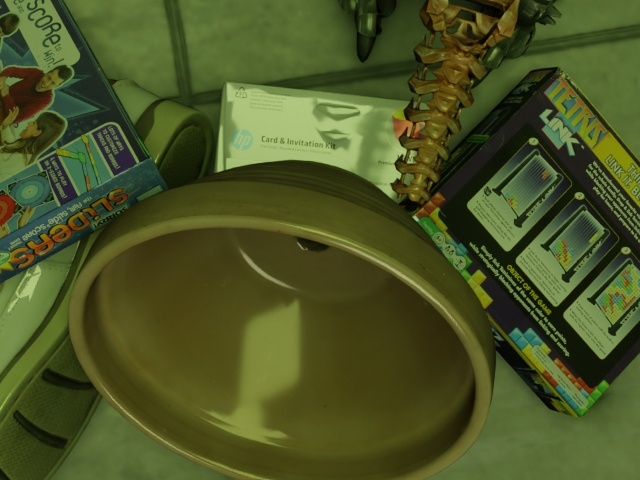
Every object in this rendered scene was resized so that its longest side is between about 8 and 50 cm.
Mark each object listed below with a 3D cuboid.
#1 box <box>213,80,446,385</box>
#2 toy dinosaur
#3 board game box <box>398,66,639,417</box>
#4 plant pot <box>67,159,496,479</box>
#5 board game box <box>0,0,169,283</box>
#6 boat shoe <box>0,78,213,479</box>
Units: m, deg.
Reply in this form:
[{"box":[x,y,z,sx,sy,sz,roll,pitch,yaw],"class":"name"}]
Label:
[{"box":[0.000,0.000,0.965,0.145,0.038,0.186,5,91,-6],"class":"box"},{"box":[0.083,-0.187,0.872,0.164,0.218,0.322,37,77,-1],"class":"toy dinosaur"},{"box":[0.146,0.001,0.952,0.141,0.048,0.170,-44,103,-13],"class":"board game box"},{"box":[-0.013,0.033,0.865,0.237,0.237,0.110,22,48,-5],"class":"plant pot"},{"box":[-0.189,-0.073,0.891,0.136,0.035,0.201,-29,55,-4],"class":"board game box"},{"box":[-0.177,0.039,0.919,0.103,0.113,0.302,24,75,18],"class":"boat shoe"}]
